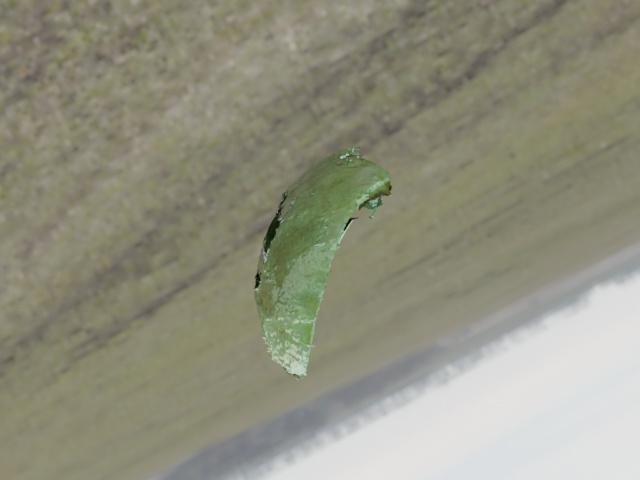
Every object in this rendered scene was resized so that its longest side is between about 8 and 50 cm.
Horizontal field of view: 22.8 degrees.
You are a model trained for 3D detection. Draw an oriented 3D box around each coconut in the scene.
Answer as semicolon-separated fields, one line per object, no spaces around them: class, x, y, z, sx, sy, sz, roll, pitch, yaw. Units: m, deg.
coconut;-0.004;-0.002;1.042;0.158;0.055;0.133;-82;-163;-46
